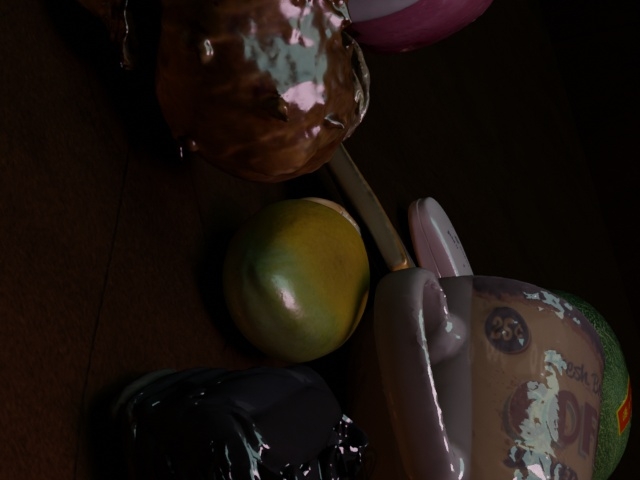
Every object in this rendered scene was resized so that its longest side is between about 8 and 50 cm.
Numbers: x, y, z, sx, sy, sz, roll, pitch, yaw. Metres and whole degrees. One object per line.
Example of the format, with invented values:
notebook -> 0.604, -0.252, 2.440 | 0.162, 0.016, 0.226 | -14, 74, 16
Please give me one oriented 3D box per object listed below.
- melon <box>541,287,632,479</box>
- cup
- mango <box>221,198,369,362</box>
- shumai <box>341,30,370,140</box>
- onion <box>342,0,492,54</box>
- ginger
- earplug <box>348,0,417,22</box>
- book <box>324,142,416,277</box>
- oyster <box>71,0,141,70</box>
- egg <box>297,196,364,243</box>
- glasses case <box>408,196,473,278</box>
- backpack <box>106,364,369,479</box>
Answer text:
melon -> 0.243, 0.161, 2.128 | 0.182, 0.182, 0.287 | -94, 174, -45
cup -> 0.115, 0.166, 1.630 | 0.257, 0.227, 0.301 | -86, 156, -44
mango -> -0.022, 0.031, 1.572 | 0.195, 0.092, 0.130 | -7, 79, -70
shumai -> -0.035, -0.142, 1.745 | 0.116, 0.145, 0.145 | 28, 40, -36
onion -> 0.062, -0.375, 1.997 | 0.358, 0.345, 0.358 | 46, -16, 17
ginger -> -0.056, -0.205, 1.445 | 0.418, 0.176, 0.254 | 90, -18, -49
earplug -> -0.023, -0.313, 1.672 | 0.326, 0.175, 0.214 | 21, 81, -29
book -> 0.099, 0.073, 1.898 | 0.389, 0.032, 0.269 | 60, 1, -39
oyster -> -0.168, -0.206, 1.432 | 0.105, 0.056, 0.177 | 19, 52, -86
egg -> 0.000, 0.000, 1.727 | 0.083, 0.071, 0.071 | 58, 19, -31
glasses case -> 0.144, 0.046, 2.208 | 0.076, 0.049, 0.197 | -34, 104, -75
backpack -> -0.034, 0.201, 1.278 | 0.206, 0.133, 0.258 | -19, 96, -72
